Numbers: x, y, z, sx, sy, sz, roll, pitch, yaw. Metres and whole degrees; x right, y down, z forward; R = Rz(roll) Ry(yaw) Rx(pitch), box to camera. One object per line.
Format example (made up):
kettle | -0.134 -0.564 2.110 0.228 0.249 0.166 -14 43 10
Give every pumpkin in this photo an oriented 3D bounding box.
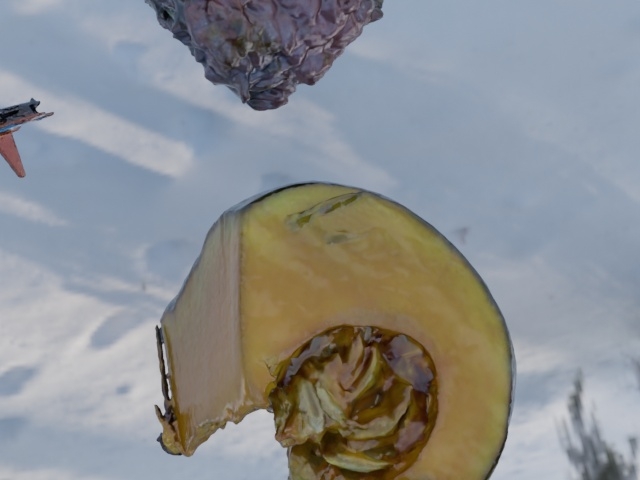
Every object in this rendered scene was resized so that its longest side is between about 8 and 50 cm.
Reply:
pumpkin | 0.017 0.102 1.129 0.303 0.256 0.225 28 153 -10

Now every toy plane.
toy plane | -0.257 -0.066 0.866 0.130 0.061 0.189 -15 176 24

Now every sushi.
sushi | -0.090 -0.251 1.247 0.171 0.270 0.236 -48 127 3
